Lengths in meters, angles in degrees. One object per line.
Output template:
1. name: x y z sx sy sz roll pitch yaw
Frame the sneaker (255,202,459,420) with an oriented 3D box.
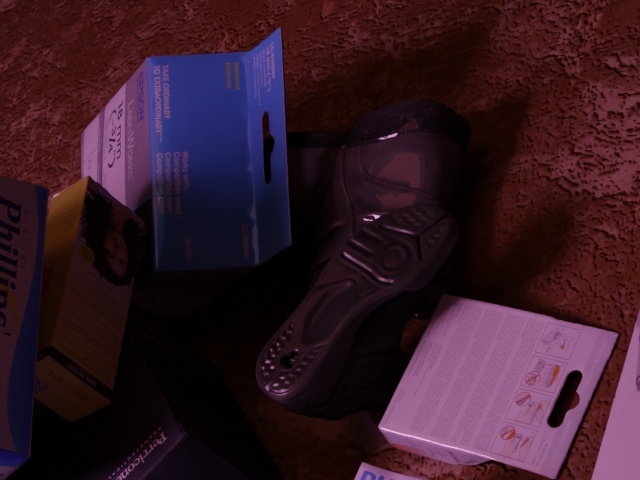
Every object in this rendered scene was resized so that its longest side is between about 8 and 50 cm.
1. sneaker: 0.050 0.071 1.497 0.087 0.130 0.227 36 86 36

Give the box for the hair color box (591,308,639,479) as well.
1. hair color box: 0.315 0.116 1.181 0.185 0.110 0.338 -8 52 44

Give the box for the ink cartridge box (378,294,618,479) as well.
1. ink cartridge box: 0.157 0.129 1.426 0.179 0.045 0.145 13 65 34

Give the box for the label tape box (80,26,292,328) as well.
1. label tape box: -0.152 -0.060 1.732 0.334 0.106 0.240 -35 54 57

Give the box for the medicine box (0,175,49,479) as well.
1. medicine box: -0.372 0.107 1.498 0.289 0.149 0.263 -40 44 49

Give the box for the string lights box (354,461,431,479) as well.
1. string lights box: 0.048 0.315 1.285 0.133 0.077 0.259 11 64 35

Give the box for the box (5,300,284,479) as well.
1. box: -0.230 0.268 1.588 0.343 0.179 0.312 -46 32 5

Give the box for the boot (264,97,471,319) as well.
1. boot: 0.000 0.000 1.662 0.338 0.118 0.222 -22 48 43

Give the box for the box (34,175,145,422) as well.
1. box: -0.228 0.052 1.566 0.058 0.087 0.232 -27 40 30
